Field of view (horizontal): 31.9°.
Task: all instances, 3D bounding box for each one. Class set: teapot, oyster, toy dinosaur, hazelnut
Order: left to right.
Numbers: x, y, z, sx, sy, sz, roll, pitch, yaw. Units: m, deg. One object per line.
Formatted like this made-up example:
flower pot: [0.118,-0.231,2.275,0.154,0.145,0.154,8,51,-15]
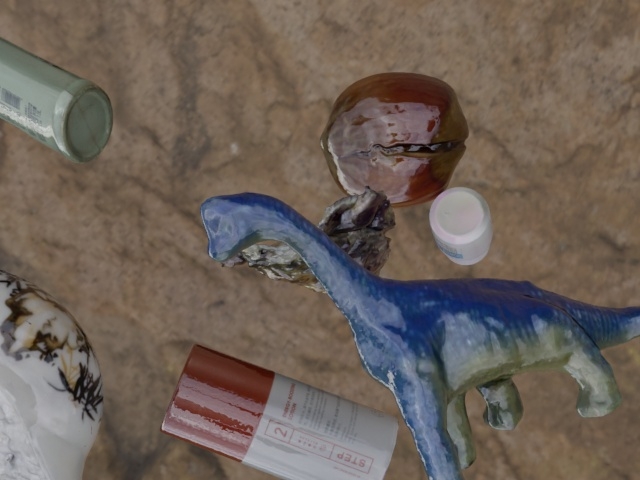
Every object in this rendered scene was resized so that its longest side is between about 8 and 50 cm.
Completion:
teapot: [-0.285,0.112,0.829,0.300,0.165,0.208,32,125,-28]
oyster: [0.001,0.011,1.316,0.275,0.271,0.100,-14,75,52]
hazelnut: [0.111,-0.149,1.697,0.181,0.181,0.212,22,118,46]
toy dinosaur: [0.078,0.022,0.570,0.075,0.248,0.188,15,127,67]

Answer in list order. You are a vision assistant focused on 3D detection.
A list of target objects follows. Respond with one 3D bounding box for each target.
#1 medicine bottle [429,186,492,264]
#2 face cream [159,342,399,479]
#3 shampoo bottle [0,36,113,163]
medicine bottle: [0.124,-0.010,0.981,0.052,0.052,0.089,14,168,15]
face cream: [-0.040,0.180,1.091,0.214,0.096,0.096,21,131,-5]
shampoo bottle: [-0.365,-0.184,1.334,0.234,0.087,0.118,28,158,20]
